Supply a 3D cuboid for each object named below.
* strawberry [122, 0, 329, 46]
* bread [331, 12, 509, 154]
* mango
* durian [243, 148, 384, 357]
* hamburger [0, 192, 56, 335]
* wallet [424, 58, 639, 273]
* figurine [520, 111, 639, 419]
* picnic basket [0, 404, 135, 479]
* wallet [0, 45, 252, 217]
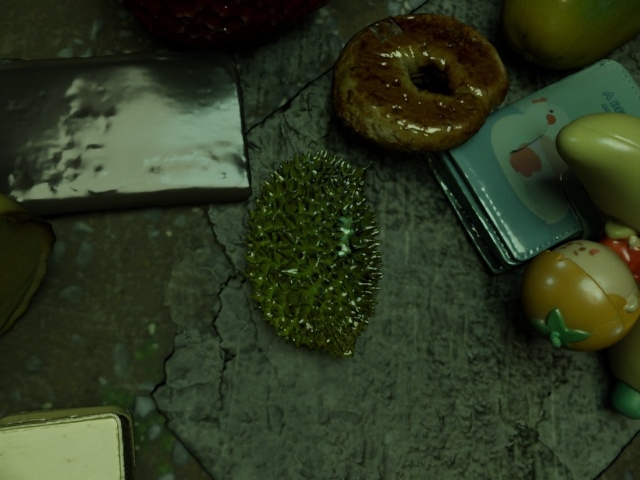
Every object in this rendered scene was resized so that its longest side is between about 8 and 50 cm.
[{"bbox_3d":[-0.088,-0.333,0.626,0.292,0.310,0.291,1,80,-6],"label":"strawberry"},{"bbox_3d":[0.102,-0.167,0.723,0.194,0.064,0.193,0,59,0],"label":"bread"},{"bbox_3d":[0.312,-0.287,0.772,0.251,0.114,0.156,-27,115,-26],"label":"mango"},{"bbox_3d":[0.000,-0.004,0.668,0.137,0.095,0.220,14,63,-22],"label":"durian"},{"bbox_3d":[-0.356,0.021,0.508,0.186,0.261,0.302,39,112,0],"label":"hamburger"},{"bbox_3d":[0.262,-0.084,0.748,0.251,0.075,0.176,-26,79,-13],"label":"wallet"},{"bbox_3d":[0.294,0.029,0.655,0.222,0.124,0.324,-35,114,-4],"label":"figurine"},{"bbox_3d":[-0.220,0.229,0.588,0.115,0.079,0.164,-2,78,-12],"label":"picnic basket"},{"bbox_3d":[-0.230,-0.106,0.683,0.310,0.042,0.165,-7,80,-10],"label":"wallet"}]
